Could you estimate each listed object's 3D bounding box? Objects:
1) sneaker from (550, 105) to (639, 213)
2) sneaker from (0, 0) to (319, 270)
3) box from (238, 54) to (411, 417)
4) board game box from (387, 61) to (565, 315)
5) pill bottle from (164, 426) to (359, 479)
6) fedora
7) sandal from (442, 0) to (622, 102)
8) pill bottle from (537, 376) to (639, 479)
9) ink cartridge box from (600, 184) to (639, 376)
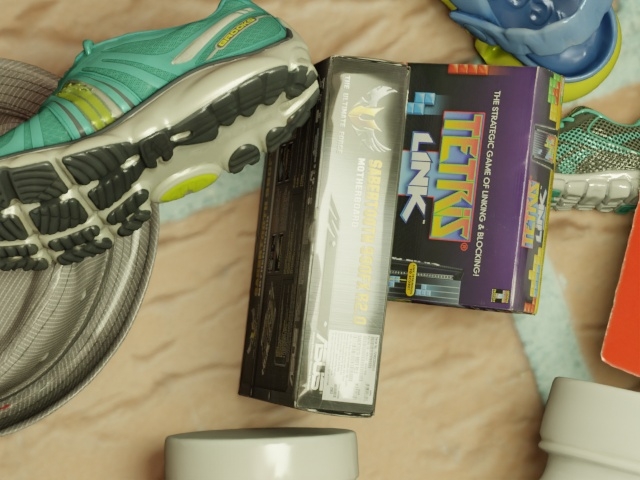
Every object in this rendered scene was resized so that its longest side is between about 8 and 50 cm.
[{"bbox_3d":[0.180,-0.062,1.451,0.166,0.065,0.076,3,72,-14],"label":"sneaker"},{"bbox_3d":[-0.136,-0.069,1.263,0.275,0.107,0.110,-25,55,-13],"label":"sneaker"},{"bbox_3d":[0.000,0.000,1.344,0.056,0.183,0.231,7,86,-13],"label":"box"},{"bbox_3d":[0.090,-0.038,1.392,0.141,0.048,0.170,4,86,32],"label":"board game box"},{"bbox_3d":[-0.037,0.269,1.339,0.162,0.162,0.278,-1,87,-11],"label":"pill bottle"},{"bbox_3d":[-0.232,0.005,1.331,0.244,0.124,0.275,38,82,-8],"label":"fedora"},{"bbox_3d":[0.092,-0.219,1.395,0.317,0.138,0.126,31,85,-6],"label":"sandal"},{"bbox_3d":[0.193,0.309,1.346,0.229,0.229,0.407,16,85,-10],"label":"pill bottle"},{"bbox_3d":[0.393,-0.045,1.425,0.308,0.091,0.385,22,70,-12],"label":"ink cartridge box"}]
